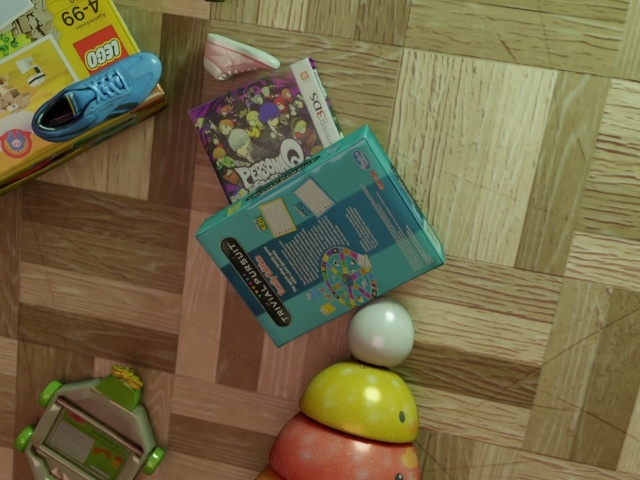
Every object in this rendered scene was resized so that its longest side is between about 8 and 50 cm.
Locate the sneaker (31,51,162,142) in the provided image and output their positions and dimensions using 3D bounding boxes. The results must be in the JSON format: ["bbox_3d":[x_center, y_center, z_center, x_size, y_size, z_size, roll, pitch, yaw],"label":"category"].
[{"bbox_3d":[-0.320,-0.208,1.063,0.209,0.082,0.069,-33,98,-8],"label":"sneaker"}]

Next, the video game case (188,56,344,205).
[{"bbox_3d":[-0.081,-0.170,1.257,0.232,0.042,0.210,-20,100,15],"label":"video game case"}]

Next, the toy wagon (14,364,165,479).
[{"bbox_3d":[-0.437,0.381,1.451,0.267,0.068,0.344,32,107,1],"label":"toy wagon"}]

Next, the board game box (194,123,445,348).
[{"bbox_3d":[0.000,0.000,1.241,0.336,0.079,0.254,-28,108,18],"label":"board game box"}]

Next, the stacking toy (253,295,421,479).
[{"bbox_3d":[0.055,0.329,1.253,0.350,0.350,0.480,13,91,7],"label":"stacking toy"}]

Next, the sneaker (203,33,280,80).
[{"bbox_3d":[-0.136,-0.294,1.234,0.134,0.051,0.070,22,108,8],"label":"sneaker"}]

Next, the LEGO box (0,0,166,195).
[{"bbox_3d":[-0.555,-0.266,1.155,0.500,0.193,0.372,-30,98,-7],"label":"LEGO box"}]
